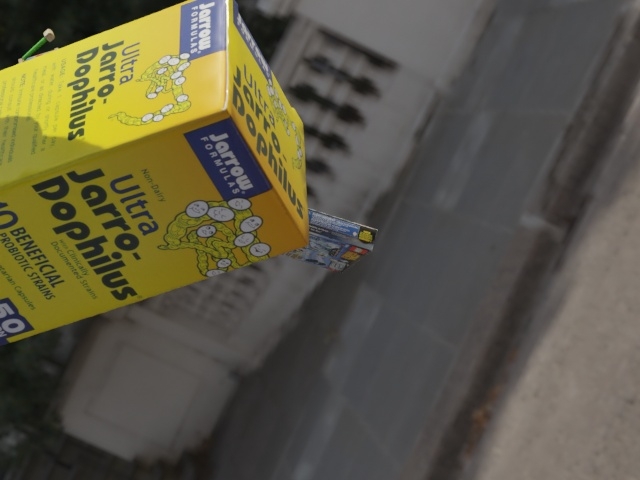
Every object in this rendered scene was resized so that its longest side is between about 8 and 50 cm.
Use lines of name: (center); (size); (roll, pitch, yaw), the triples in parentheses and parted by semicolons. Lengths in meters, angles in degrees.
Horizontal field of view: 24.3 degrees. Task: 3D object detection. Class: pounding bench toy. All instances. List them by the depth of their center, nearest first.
pounding bench toy: (-0.388, -0.243, 2.044); (0.052, 0.065, 0.083); (-129, 23, -70)

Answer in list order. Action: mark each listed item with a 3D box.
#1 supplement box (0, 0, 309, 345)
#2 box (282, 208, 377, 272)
supplement box: (-0.212, -0.067, 1.462); (0.357, 0.194, 0.195); (-18, 43, 14)
box: (0.000, 0.000, 1.645); (0.137, 0.094, 0.027); (140, 146, -72)
